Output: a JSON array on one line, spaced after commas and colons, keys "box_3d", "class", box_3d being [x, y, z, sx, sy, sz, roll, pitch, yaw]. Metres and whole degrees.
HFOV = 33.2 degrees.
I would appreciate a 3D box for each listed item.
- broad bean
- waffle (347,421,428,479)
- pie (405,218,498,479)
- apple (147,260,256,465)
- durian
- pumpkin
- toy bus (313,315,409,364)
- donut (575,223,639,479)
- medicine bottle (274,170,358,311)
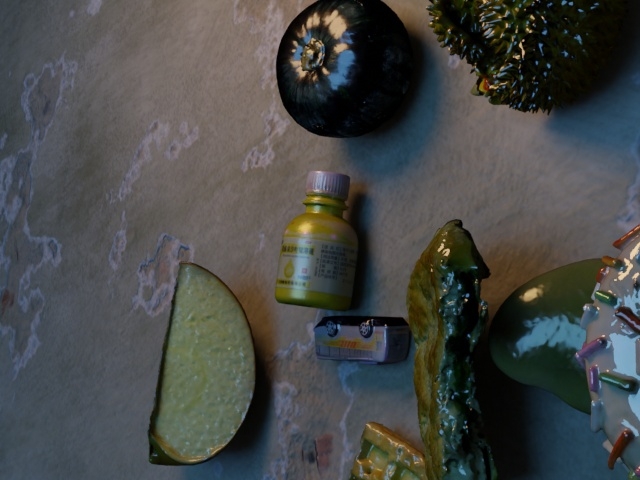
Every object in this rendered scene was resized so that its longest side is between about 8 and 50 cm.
[{"box_3d": [0.336, 0.115, 1.280, 0.263, 0.121, 0.189, 8, 83, 36], "class": "broad bean"}, {"box_3d": [0.093, 0.415, 1.530, 0.168, 0.057, 0.274, 27, 103, 49], "class": "waffle"}, {"box_3d": [0.165, 0.150, 1.379, 0.296, 0.078, 0.371, -113, 20, -74], "class": "pie"}, {"box_3d": [-0.216, 0.218, 1.851, 0.254, 0.179, 0.346, 1, 81, 38], "class": "apple"}, {"box_3d": [0.271, -0.301, 1.350, 0.258, 0.258, 0.292, 7, 103, 51], "class": "durian"}, {"box_3d": [0.036, -0.274, 1.669, 0.233, 0.163, 0.233, -10, 76, 47], "class": "pumpkin"}, {"box_3d": [0.061, 0.151, 1.629, 0.172, 0.057, 0.072, -4, 86, 50], "class": "toy bus"}, {"box_3d": [0.432, 0.111, 1.064, 0.383, 0.142, 0.382, -8, 76, 32], "class": "donut"}, {"box_3d": [0.000, 0.000, 1.682, 0.122, 0.122, 0.212, 3, 84, 50], "class": "medicine bottle"}]
